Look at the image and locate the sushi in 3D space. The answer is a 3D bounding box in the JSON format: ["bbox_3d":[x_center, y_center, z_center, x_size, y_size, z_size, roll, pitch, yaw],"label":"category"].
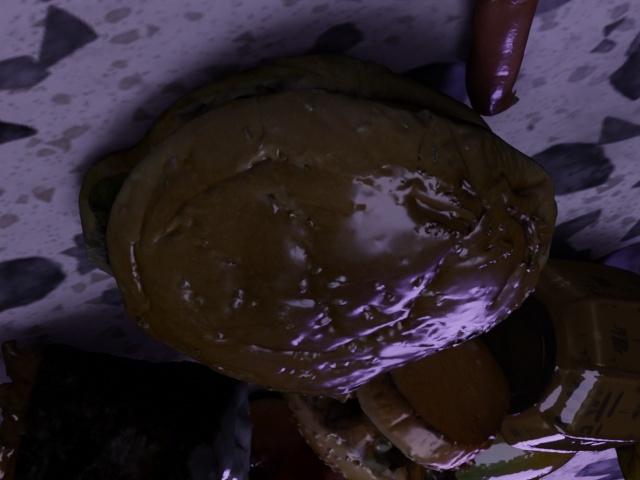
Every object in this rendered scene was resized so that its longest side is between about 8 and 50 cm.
[{"bbox_3d":[-0.155,0.249,1.225,0.207,0.349,0.234,7,-175,5],"label":"sushi"}]

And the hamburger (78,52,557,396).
[{"bbox_3d":[0.001,0.001,1.015,0.285,0.134,0.265,-33,145,30],"label":"hamburger"}]

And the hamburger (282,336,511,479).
[{"bbox_3d":[0.044,0.105,1.211,0.118,0.182,0.191,-39,147,22],"label":"hamburger"}]

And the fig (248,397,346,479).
[{"bbox_3d":[-0.050,0.220,1.455,0.159,0.159,0.257,-17,174,-2],"label":"fig"}]

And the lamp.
[{"bbox_3d":[0.212,0.097,1.321,0.185,0.161,0.161,12,141,-44],"label":"lamp"}]

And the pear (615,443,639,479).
[{"bbox_3d":[0.377,0.209,1.649,0.162,0.149,0.149,5,146,-27],"label":"pear"}]

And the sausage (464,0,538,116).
[{"bbox_3d":[0.111,-0.121,0.977,0.042,0.036,0.158,-4,153,-1],"label":"sausage"}]

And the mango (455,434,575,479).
[{"bbox_3d":[0.126,0.194,1.504,0.251,0.114,0.156,-26,159,16],"label":"mango"}]
